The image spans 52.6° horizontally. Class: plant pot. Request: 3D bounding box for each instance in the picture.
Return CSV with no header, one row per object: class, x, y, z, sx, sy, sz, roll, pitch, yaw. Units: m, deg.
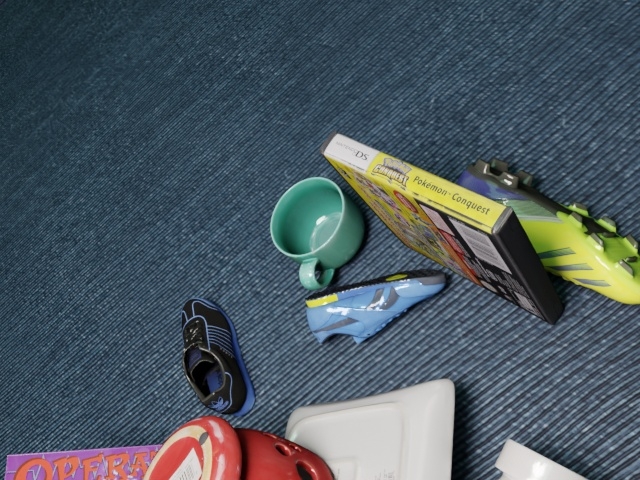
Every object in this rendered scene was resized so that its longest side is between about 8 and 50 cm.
plant pot,-0.105,0.305,0.748,0.191,0.174,0.191,-34,34,28

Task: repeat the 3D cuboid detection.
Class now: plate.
plate,0.030,0.307,0.778,0.278,0.045,0.277,-22,42,38

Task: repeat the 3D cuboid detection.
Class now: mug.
mug,-0.004,-0.007,0.993,0.129,0.097,0.157,27,84,38

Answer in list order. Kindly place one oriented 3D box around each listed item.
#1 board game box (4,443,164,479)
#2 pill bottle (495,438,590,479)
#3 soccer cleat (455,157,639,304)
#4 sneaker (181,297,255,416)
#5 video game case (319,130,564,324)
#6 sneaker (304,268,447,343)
board game box,-0.235,0.378,0.850,0.347,0.056,0.208,-1,56,-12
pill bottle,0.199,0.333,0.679,0.121,0.121,0.221,21,80,38
soccer cleat,0.285,0.002,0.828,0.289,0.093,0.121,41,123,35
sneaker,-0.180,0.171,1.022,0.081,0.090,0.232,-42,52,8
video game case,0.152,-0.011,0.781,0.248,0.275,0.035,31,83,39
sneaker,0.082,0.096,0.919,0.209,0.069,0.082,-16,92,16
